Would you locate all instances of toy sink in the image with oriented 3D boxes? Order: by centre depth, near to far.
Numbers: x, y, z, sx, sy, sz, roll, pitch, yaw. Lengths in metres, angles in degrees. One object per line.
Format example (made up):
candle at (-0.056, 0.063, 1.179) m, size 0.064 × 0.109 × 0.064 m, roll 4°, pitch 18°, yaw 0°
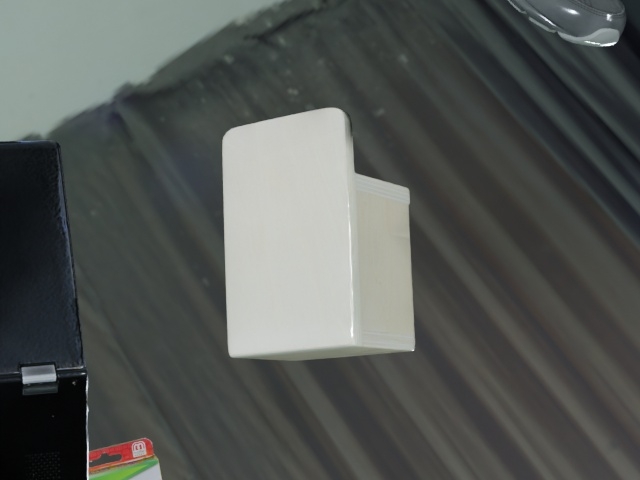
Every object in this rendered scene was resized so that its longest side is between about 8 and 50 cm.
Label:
toy sink at (0.000, 0.000, 1.319) m, size 0.153 × 0.234 × 0.131 m, roll -9°, pitch 169°, yaw 32°

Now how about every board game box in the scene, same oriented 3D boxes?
board game box at (-0.241, 0.381, 1.592) m, size 0.124 × 0.259 × 0.039 m, roll -12°, pitch -177°, yaw -18°

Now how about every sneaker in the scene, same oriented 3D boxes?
sneaker at (0.192, -0.281, 1.115) m, size 0.101 × 0.267 × 0.106 m, roll -3°, pitch 145°, yaw -34°

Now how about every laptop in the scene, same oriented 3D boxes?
laptop at (-0.422, 0.138, 1.220) m, size 0.382 × 0.236 × 0.407 m, roll -3°, pitch 111°, yaw -16°
